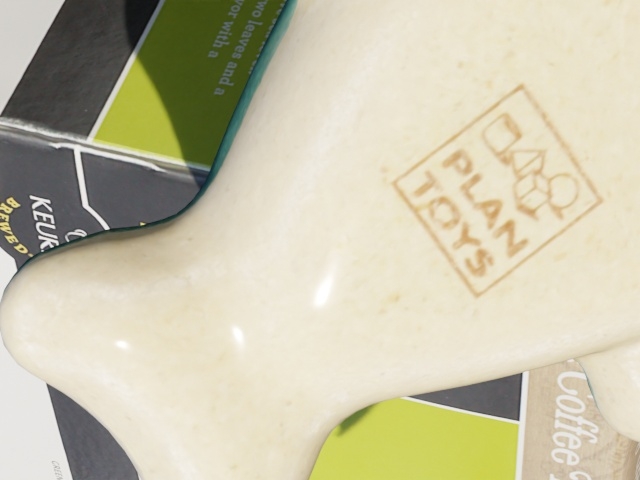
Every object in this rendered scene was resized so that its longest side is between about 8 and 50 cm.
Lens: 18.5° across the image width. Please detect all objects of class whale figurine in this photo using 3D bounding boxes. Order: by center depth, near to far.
[{"bbox_3d":[0.038,-0.031,0.558,0.216,0.272,0.141,51,175,-17],"label":"whale figurine"}]

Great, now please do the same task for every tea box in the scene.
[{"bbox_3d":[0.000,0.000,0.856,0.323,0.220,0.329,14,143,13],"label":"tea box"}]
